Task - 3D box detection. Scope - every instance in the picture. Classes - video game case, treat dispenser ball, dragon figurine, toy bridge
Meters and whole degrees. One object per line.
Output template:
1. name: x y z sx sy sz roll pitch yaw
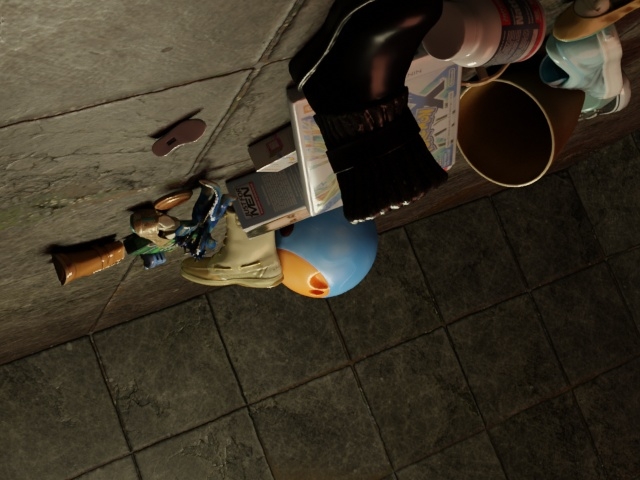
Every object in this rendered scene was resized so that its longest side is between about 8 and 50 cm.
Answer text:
1. video game case: 0.101 -0.191 1.530 0.300 0.036 0.329 -20 149 -7
2. treat dispenser ball: 0.000 0.000 2.213 0.288 0.288 0.288 -21 173 -3
3. dragon figurine: -0.233 -0.036 1.749 0.085 0.144 0.289 25 170 -8
4. toy bridge: 0.285 -0.312 1.585 0.188 0.063 0.026 -23 173 7

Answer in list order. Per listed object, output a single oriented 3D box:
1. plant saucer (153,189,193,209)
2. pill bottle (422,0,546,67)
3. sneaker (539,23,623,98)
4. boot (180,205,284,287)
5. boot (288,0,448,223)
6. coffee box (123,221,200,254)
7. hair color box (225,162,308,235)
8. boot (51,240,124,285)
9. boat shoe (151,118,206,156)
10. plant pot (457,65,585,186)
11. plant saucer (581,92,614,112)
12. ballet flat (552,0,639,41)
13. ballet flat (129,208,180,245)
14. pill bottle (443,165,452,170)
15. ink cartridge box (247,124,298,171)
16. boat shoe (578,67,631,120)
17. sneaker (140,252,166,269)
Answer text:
1. plant saucer: -0.299 -0.081 1.799 0.083 0.013 0.083 -21 174 -2
2. pill bottle: 0.234 -0.306 1.275 0.180 0.108 0.108 -16 172 -41
3. sneaker: 0.502 -0.353 1.733 0.150 0.135 0.366 -19 164 15
4. boot: -0.221 0.005 2.107 0.262 0.203 0.095 4 -154 19
5. boot: 0.097 -0.181 1.177 0.131 0.260 0.348 -19 173 -25
6. coffee box: -0.365 -0.007 2.069 0.113 0.040 0.184 -25 173 18
7. hair color box: -0.008 -0.126 1.933 0.374 0.114 0.185 -21 174 -3
8. boot: -0.497 0.039 1.903 0.152 0.073 0.197 -19 -175 -16
9. boat shoe: -0.215 -0.162 1.359 0.100 0.035 0.035 -29 -162 24
10. plant pot: 0.450 -0.271 1.870 0.254 0.237 0.237 -34 -178 -38
11. plant saucer: 0.610 -0.344 2.086 0.195 0.037 0.195 6 162 2
12. ballet flat: 0.497 -0.415 1.484 0.232 0.080 0.073 -25 145 8
13. ballet flat: -0.332 -0.027 1.848 0.067 0.073 0.206 -5 177 9
14. pill bottle: 0.104 -0.168 1.747 0.283 0.161 0.161 -21 173 -5
15. ink cartridge box: -0.061 -0.174 1.644 0.122 0.052 0.088 -23 174 25
16. boat shoe: 0.681 -0.355 2.246 0.119 0.121 0.335 -25 176 -4
17. sneaker: -0.422 0.039 2.226 0.059 0.053 0.144 -19 -178 -14
